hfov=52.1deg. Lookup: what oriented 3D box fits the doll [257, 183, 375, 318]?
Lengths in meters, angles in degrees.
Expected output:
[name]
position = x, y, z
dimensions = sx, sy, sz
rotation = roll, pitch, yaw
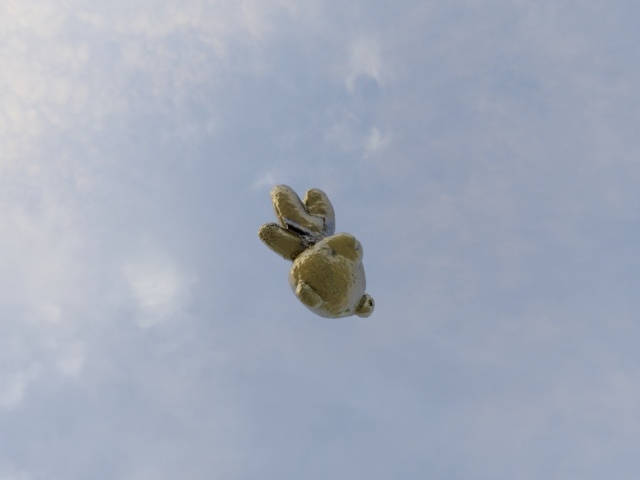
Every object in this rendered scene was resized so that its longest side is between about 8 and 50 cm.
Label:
[doll]
position = 0.000, 0.000, 0.794
dimensions = 0.097, 0.137, 0.210
rotation = -48, -134, 32
